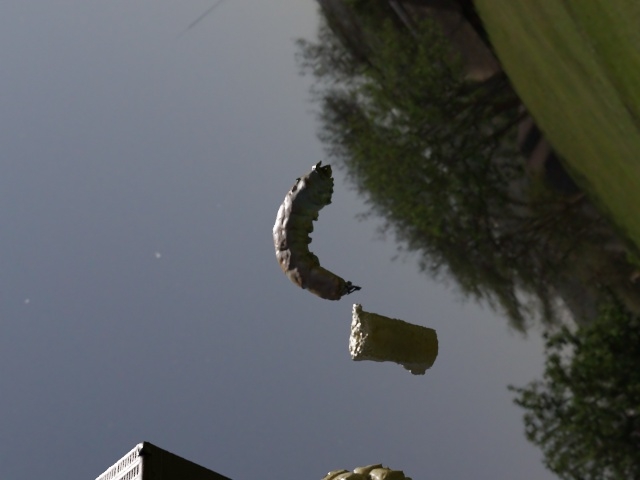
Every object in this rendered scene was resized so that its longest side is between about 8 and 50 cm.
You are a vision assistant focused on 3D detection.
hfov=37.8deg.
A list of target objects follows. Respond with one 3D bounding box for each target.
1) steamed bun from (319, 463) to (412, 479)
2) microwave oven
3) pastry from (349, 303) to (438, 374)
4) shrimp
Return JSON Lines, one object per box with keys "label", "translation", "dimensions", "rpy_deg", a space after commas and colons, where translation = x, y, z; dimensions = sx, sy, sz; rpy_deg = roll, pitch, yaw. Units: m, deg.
{"label": "steamed bun", "translation": [0.093, 0.475, 1.582], "dimensions": [0.106, 0.192, 0.177], "rpy_deg": [-154, 56, -86]}
{"label": "microwave oven", "translation": [-0.285, 0.522, 1.747], "dimensions": [0.247, 0.178, 0.188], "rpy_deg": [34, -153, -29]}
{"label": "pastry", "translation": [0.168, 0.231, 2.066], "dimensions": [0.259, 0.121, 0.089], "rpy_deg": [21, 173, -33]}
{"label": "shrimp", "translation": [-0.023, -0.001, 1.882], "dimensions": [0.068, 0.185, 0.287], "rpy_deg": [14, -124, -43]}
